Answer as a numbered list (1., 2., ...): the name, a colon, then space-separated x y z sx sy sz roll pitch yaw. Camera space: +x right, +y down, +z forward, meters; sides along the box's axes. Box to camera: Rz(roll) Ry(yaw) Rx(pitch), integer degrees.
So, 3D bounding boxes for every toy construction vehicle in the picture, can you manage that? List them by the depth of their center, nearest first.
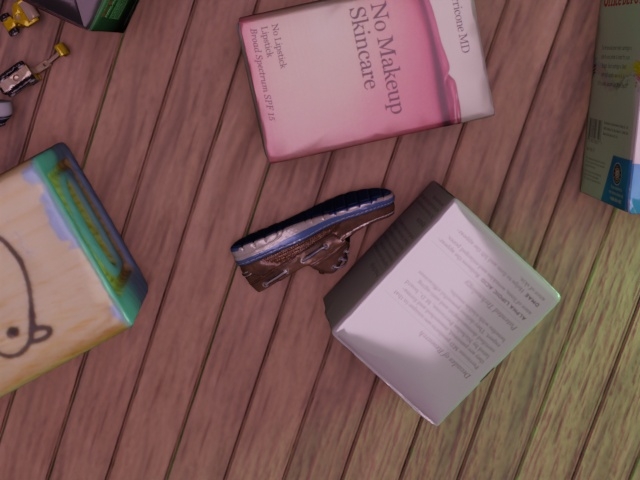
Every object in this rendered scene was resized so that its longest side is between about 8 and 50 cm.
1. toy construction vehicle: -0.321 -0.197 1.278 0.098 0.035 0.086 -37 88 1

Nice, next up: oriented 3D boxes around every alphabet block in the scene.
1. alphabet block: -0.308 0.033 1.233 0.197 0.193 0.192 -29 98 2

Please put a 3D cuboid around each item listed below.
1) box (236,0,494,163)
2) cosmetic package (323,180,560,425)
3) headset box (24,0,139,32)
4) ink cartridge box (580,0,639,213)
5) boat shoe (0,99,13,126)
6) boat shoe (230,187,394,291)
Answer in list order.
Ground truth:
1. box: 0.043 -0.176 1.248 0.232 0.127 0.148 -12 99 0
2. cosmetic package: 0.119 0.060 1.278 0.151 0.151 0.183 42 96 -9
3. headset box: -0.200 -0.309 1.131 0.110 0.293 0.218 25 96 -6
4. ink cartridge box: 0.376 -0.148 1.247 0.168 0.171 0.232 3 100 -4
5. boat shoe: -0.401 -0.096 1.275 0.183 0.065 0.083 -8 101 5
6. boat shoe: 0.000 0.000 1.312 0.183 0.066 0.066 -21 105 11
